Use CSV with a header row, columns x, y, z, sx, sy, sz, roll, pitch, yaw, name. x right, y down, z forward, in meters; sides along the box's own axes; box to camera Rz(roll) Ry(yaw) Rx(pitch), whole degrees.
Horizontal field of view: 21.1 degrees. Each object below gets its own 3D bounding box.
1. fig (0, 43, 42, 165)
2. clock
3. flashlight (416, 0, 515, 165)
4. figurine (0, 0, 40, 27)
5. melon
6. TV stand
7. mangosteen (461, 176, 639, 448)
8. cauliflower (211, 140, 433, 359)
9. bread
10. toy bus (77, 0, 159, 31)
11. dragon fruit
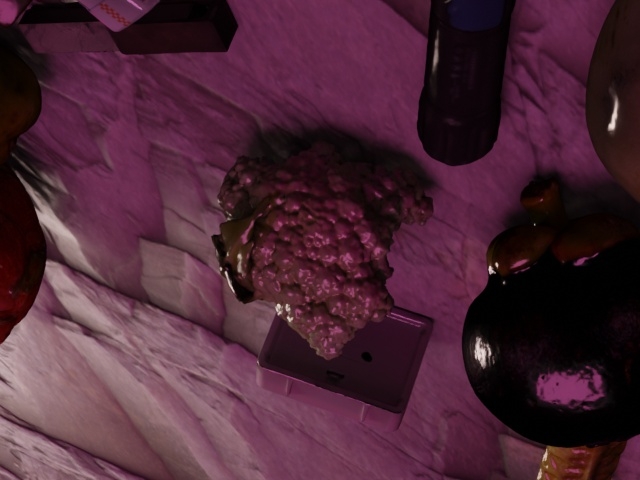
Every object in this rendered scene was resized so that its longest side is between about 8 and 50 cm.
x,y,z,sx,sy,sz,roll,pitch,yaw,name
-0.424,-0.160,2.015,0.191,0.181,0.181,34,148,13,fig
0.029,0.146,2.197,0.197,0.150,0.063,18,148,5,clock
0.150,-0.224,1.689,0.103,0.103,0.424,15,147,10,flashlight
-0.429,-0.246,1.835,0.204,0.338,0.283,-4,173,42,figurine
0.365,-0.141,1.536,0.271,0.272,0.308,15,137,9,melon
-0.216,-0.236,1.907,0.256,0.040,0.049,1,142,27,TV stand
0.280,0.079,1.910,0.275,0.275,0.302,-11,95,39,mangosteen
0.000,0.000,2.014,0.256,0.239,0.315,25,-178,18,cauliflower
0.346,0.277,2.260,0.098,0.087,0.269,19,145,10,bread
-0.242,-0.300,1.757,0.194,0.089,0.087,41,142,-22,toy bus
-0.489,0.012,2.199,0.277,0.277,0.342,26,135,-6,dragon fruit
